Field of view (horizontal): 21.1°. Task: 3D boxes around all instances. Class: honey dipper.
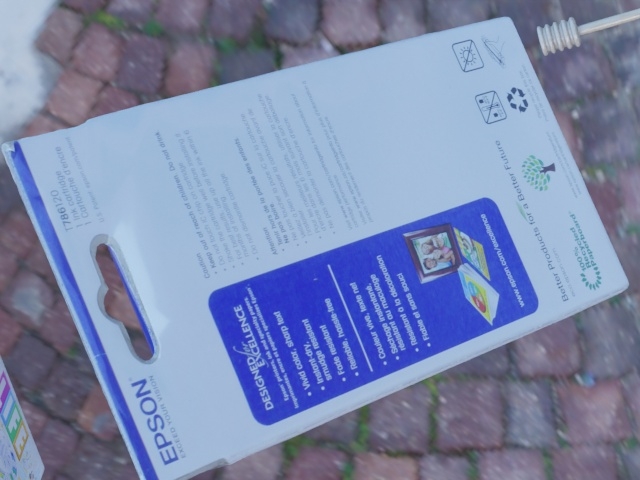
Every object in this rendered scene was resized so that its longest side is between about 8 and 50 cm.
[{"bbox_3d":[0.290,-0.216,1.662,0.161,0.030,0.030,-16,71,12],"label":"honey dipper"}]

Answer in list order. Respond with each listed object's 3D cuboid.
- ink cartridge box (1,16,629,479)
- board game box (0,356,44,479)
[{"bbox_3d":[0.000,0.000,0.829,0.065,0.333,0.165,-28,82,48],"label":"ink cartridge box"},{"bbox_3d":[-0.228,0.141,1.150,0.026,0.154,0.103,-2,42,11],"label":"board game box"}]
